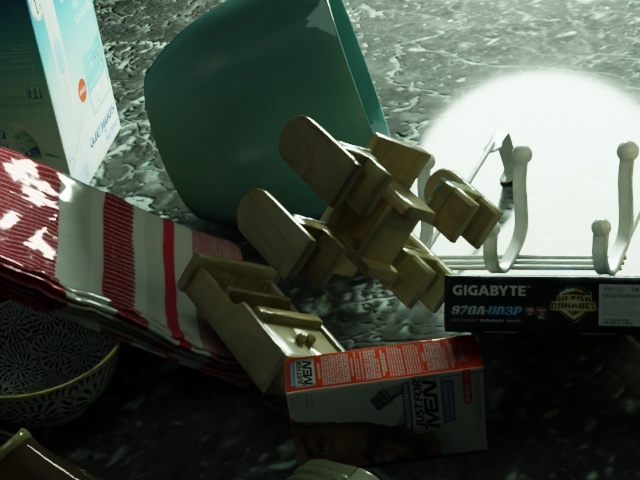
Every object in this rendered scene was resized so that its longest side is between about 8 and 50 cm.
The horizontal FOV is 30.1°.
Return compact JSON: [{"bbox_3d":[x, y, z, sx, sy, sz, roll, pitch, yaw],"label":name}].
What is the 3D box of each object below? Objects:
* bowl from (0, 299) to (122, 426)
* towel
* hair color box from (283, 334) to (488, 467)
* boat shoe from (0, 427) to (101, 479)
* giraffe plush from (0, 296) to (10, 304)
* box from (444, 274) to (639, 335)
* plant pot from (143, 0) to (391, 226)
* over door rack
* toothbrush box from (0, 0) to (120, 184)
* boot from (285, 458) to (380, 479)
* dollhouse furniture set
[{"bbox_3d":[-0.262,0.126,1.140,0.170,0.080,0.170,-6,31,4],"label":"bowl"},{"bbox_3d":[-0.213,0.010,1.171,0.329,0.037,0.237,24,24,-24],"label":"towel"},{"bbox_3d":[0.057,0.142,1.030,0.167,0.093,0.053,-7,31,2],"label":"hair color box"},{"bbox_3d":[-0.249,0.207,0.988,0.257,0.095,0.095,10,36,27],"label":"boat shoe"},{"bbox_3d":[-0.284,0.023,1.272,0.170,0.181,0.210,22,7,24],"label":"giraffe plush"},{"bbox_3d":[0.210,0.058,1.068,0.175,0.051,0.220,0,-3,14],"label":"box"},{"bbox_3d":[-0.061,-0.147,1.362,0.235,0.293,0.293,-18,30,8],"label":"plant pot"},{"bbox_3d":[0.234,-0.065,1.251,0.239,0.108,0.324,0,24,32],"label":"over door rack"},{"bbox_3d":[-0.368,-0.222,1.525,0.126,0.295,0.216,-1,31,9],"label":"toothbrush box"},{"bbox_3d":[0.006,0.248,0.887,0.165,0.077,0.213,-28,34,-33],"label":"boot"},{"bbox_3d":[0.000,0.000,1.096,0.212,0.242,0.161,14,25,-46],"label":"dollhouse furniture set"}]
